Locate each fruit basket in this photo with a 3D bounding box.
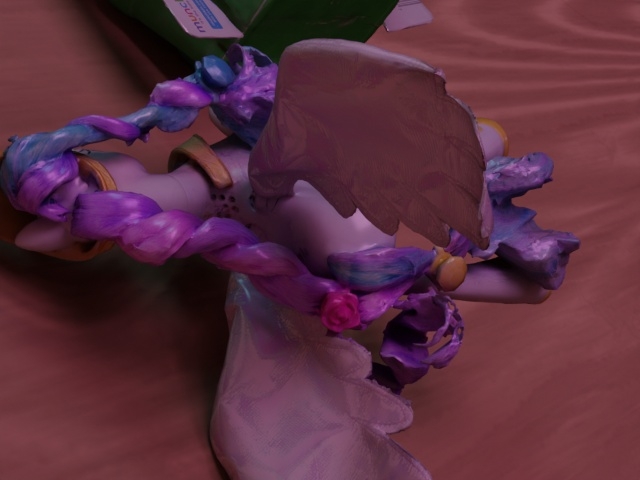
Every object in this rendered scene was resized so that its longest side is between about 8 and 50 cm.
[{"bbox_3d":[-0.104,-0.289,1.140,0.353,0.165,0.327,46,31,20],"label":"fruit basket"}]

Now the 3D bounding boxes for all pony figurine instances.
[{"bbox_3d":[0.000,0.000,0.854,0.351,0.302,0.363,27,24,36],"label":"pony figurine"}]
